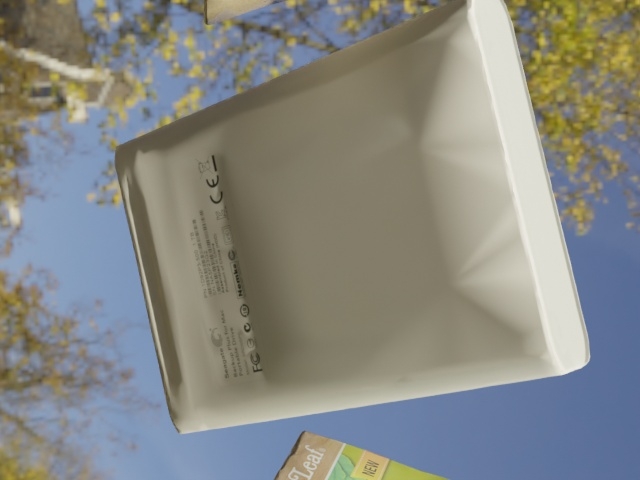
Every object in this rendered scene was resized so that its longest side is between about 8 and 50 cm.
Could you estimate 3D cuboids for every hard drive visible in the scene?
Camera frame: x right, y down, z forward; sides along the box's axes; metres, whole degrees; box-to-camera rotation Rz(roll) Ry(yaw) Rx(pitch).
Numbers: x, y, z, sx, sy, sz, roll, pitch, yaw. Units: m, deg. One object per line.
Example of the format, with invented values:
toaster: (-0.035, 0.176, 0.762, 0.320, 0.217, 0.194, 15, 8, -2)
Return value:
hard drive: (0.000, 0.000, 0.737, 0.307, 0.040, 0.203, -16, -95, 42)

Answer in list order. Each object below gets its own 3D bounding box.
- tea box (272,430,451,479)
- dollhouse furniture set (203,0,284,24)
tea box: (0.067, 0.337, 0.821, 0.329, 0.323, 0.220, -52, 158, -67)
dollhouse furniture set: (-0.028, -0.284, 0.611, 0.259, 0.135, 0.262, 111, -38, -74)
